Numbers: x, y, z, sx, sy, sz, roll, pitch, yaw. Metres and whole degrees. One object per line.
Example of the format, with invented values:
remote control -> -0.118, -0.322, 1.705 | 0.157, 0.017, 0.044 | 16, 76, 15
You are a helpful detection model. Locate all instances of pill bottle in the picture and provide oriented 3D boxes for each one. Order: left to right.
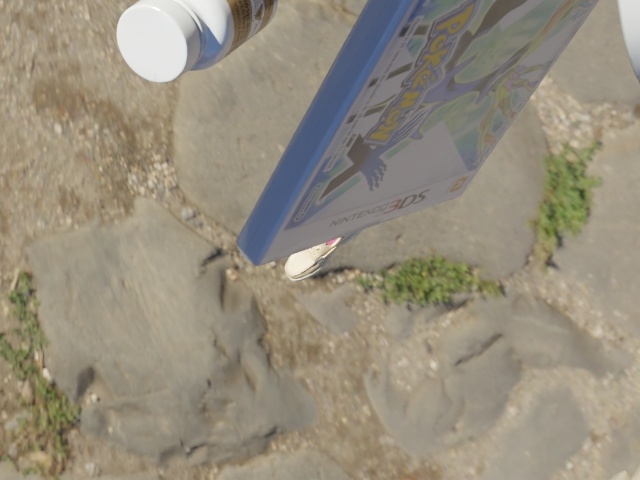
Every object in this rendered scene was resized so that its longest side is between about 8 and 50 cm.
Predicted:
pill bottle -> -0.159, -0.294, 1.438 | 0.131, 0.229, 0.131 | 14, 125, 21

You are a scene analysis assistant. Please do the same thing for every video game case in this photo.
video game case -> 0.103, -0.130, 0.919 | 0.300, 0.036, 0.329 | -19, 149, -46

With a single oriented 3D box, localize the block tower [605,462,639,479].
block tower -> 0.230, 0.220, 0.784 | 0.091, 0.097, 0.335 | 47, 138, 0

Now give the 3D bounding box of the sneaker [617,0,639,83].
sneaker -> 0.204, -0.156, 0.477 | 0.151, 0.094, 0.256 | -3, 142, 19

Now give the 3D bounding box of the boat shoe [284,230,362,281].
boat shoe -> 0.000, 0.000, 1.884 | 0.170, 0.063, 0.059 | -43, 152, 3
